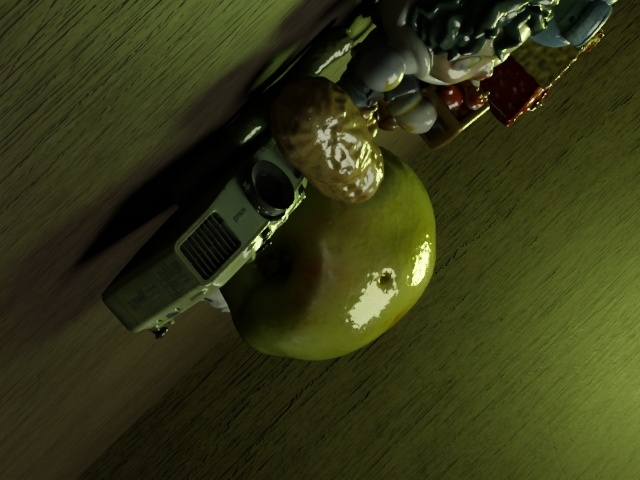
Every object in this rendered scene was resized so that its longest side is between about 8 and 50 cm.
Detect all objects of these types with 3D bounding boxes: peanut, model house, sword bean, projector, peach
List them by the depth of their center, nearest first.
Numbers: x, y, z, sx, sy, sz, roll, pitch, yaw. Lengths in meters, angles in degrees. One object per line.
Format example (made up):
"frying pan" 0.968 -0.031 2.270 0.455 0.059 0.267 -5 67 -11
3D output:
"peanut" 0.011 -0.102 1.479 0.095 0.108 0.226 -37 156 2
"sword bean" -0.066 -0.138 1.481 0.269 0.038 0.043 -44 -159 -4
"projector" -0.110 -0.016 1.508 0.193 0.088 0.269 -33 -167 39
"peach" 0.001 0.000 1.776 0.314 0.281 0.315 -30 -174 42
"model house" 0.355 -0.350 2.322 0.160 0.196 0.254 -39 173 -35

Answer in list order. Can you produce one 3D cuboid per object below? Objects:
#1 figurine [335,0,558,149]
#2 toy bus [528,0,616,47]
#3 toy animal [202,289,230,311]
"figurine" 0.128 -0.220 1.503 0.261 0.186 0.382 -46 178 -34
"toy bus" 0.331 -0.403 1.705 0.294 0.197 0.232 -50 -176 37
"toy animal" -0.160 0.053 1.965 0.131 0.104 0.221 -44 175 15
